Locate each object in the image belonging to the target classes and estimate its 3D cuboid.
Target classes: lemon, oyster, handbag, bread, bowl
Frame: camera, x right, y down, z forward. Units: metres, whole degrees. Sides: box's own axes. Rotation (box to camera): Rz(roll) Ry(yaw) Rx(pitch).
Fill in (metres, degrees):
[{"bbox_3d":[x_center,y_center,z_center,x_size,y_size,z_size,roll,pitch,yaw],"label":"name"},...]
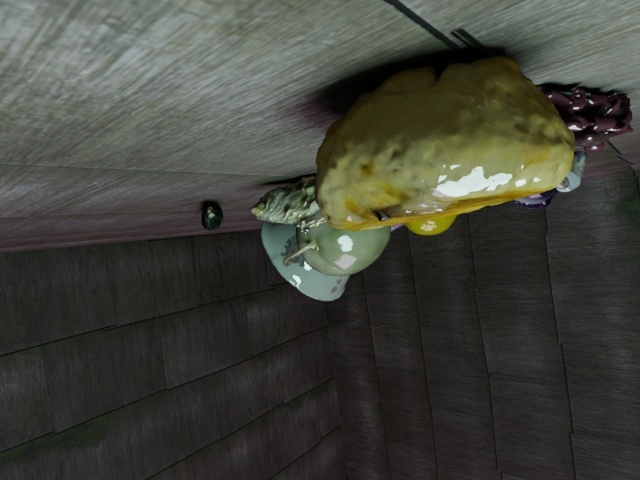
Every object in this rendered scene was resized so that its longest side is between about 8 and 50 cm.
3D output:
[{"bbox_3d":[0.330,-0.105,1.237,0.180,0.181,0.193,-7,-148,48],"label":"lemon"},{"bbox_3d":[0.022,-0.105,0.885,0.354,0.107,0.201,-16,-150,-13],"label":"oyster"},{"bbox_3d":[0.285,-0.142,0.564,0.203,0.074,0.216,-9,-179,-33],"label":"handbag"},{"bbox_3d":[0.107,-0.089,0.409,0.244,0.134,0.244,-7,177,0],"label":"bread"},{"bbox_3d":[0.000,0.000,1.558,0.196,0.435,0.434,-43,162,28],"label":"bowl"}]

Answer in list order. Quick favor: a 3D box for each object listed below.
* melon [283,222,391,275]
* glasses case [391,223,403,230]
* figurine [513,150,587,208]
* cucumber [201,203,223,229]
[{"bbox_3d":[0.064,-0.030,1.153,0.271,0.272,0.308,-7,-162,21],"label":"melon"},{"bbox_3d":[0.192,-0.075,1.387,0.316,0.123,0.076,-28,-166,17],"label":"glasses case"},{"bbox_3d":[0.577,-0.156,1.055,0.145,0.146,0.222,-8,179,-9],"label":"figurine"},{"bbox_3d":[-0.314,-0.072,1.181,0.067,0.068,0.293,-8,179,-17],"label":"cucumber"}]
